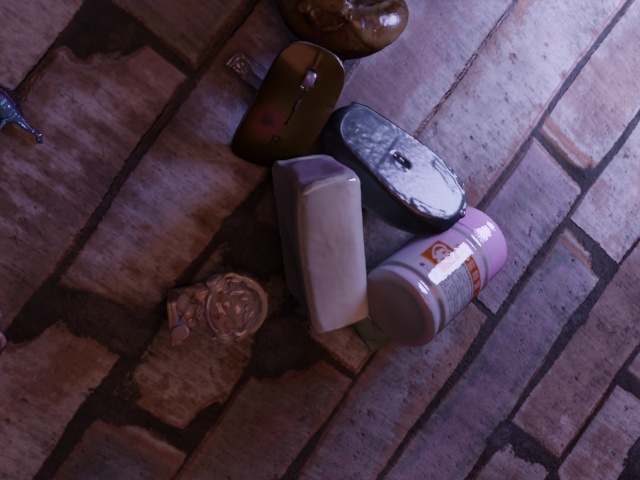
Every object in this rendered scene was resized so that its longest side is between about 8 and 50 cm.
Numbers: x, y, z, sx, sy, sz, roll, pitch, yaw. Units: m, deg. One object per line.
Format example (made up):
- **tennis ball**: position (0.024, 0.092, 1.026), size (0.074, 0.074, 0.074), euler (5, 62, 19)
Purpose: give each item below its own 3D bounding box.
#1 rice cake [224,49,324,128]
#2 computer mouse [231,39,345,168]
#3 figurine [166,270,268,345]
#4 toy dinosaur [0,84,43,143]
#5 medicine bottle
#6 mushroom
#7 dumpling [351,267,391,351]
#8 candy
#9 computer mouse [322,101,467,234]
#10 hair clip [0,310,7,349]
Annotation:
- **rice cake**: position (-0.087, -0.320, 1.515), size (0.269, 0.049, 0.055), euler (31, 112, -24)
- **computer mouse**: position (-0.071, -0.264, 1.444), size (0.158, 0.072, 0.310), euler (17, 130, -25)
- **figurine**: position (-0.219, 0.149, 1.520), size (0.236, 0.141, 0.163), euler (-4, 108, -21)
- **toy dinosaur**: position (-0.608, -0.251, 1.333), size (0.080, 0.045, 0.197), euler (-49, 122, -19)
- **medicine bottle**: position (0.264, 0.076, 1.602), size (0.315, 0.202, 0.202), euler (-36, 114, -34)
- **mushroom**: position (0.036, -0.470, 1.417), size (0.263, 0.283, 0.195), euler (36, 105, 12)
- **dumpling**: position (0.121, 0.161, 1.687), size (0.152, 0.107, 0.219), euler (-44, 131, -52)
- **candy**: position (0.003, 0.001, 1.499), size (0.144, 0.208, 0.359), euler (-13, 119, -14)
- **computer mouse**: position (0.160, -0.154, 1.583), size (0.374, 0.114, 0.203), euler (39, 59, -4)
- **hair clip**: position (-0.693, 0.179, 1.366), size (0.138, 0.102, 0.123), euler (-31, 108, -11)
